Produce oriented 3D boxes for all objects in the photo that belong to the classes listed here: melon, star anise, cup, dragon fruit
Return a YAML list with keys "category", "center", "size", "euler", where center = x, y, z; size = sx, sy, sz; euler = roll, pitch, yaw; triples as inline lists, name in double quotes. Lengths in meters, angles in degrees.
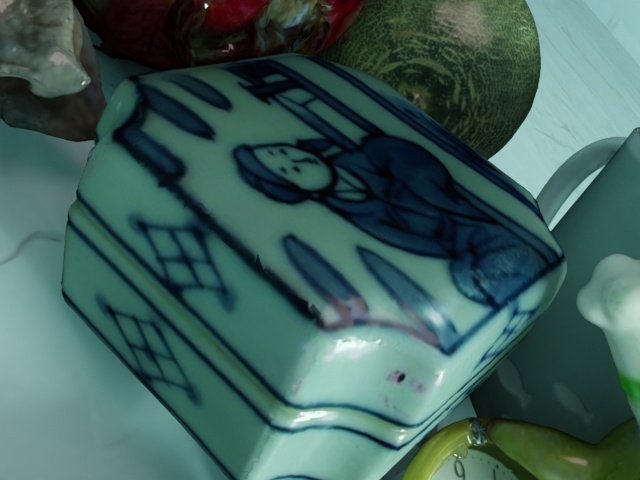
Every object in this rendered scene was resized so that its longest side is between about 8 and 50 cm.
- category: "melon"
  center: [0.114, -0.199, 0.816]
  size: [0.249, 0.248, 0.329]
  euler: [36, 32, -11]
- category: "star anise"
  center: [-0.229, -0.162, 0.481]
  size: [0.111, 0.198, 0.257]
  euler: [-39, 80, -23]
- category: "cup"
  center: [0.274, 0.060, 0.666]
  size: [0.259, 0.274, 0.356]
  euler: [21, 28, -26]
- category: "dragon fruit"
  center: [-0.098, -0.288, 0.639]
  size: [0.329, 0.329, 0.329]
  euler: [27, 38, -23]

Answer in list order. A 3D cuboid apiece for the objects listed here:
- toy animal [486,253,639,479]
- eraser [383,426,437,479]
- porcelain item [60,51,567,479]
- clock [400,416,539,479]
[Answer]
- category: "toy animal"
  center: [0.243, 0.196, 0.443]
  size: [0.363, 0.181, 0.180]
  euler: [45, 20, -16]
- category: "eraser"
  center: [0.066, 0.129, 0.571]
  size: [0.026, 0.065, 0.105]
  euler: [38, 35, -10]
- category: "porcelain item"
  center: [0.000, 0.000, 0.503]
  size: [0.281, 0.157, 0.286]
  euler: [41, 38, 22]
- category: "clock"
  center: [0.109, 0.237, 0.485]
  size: [0.237, 0.057, 0.237]
  euler: [24, 54, -38]
